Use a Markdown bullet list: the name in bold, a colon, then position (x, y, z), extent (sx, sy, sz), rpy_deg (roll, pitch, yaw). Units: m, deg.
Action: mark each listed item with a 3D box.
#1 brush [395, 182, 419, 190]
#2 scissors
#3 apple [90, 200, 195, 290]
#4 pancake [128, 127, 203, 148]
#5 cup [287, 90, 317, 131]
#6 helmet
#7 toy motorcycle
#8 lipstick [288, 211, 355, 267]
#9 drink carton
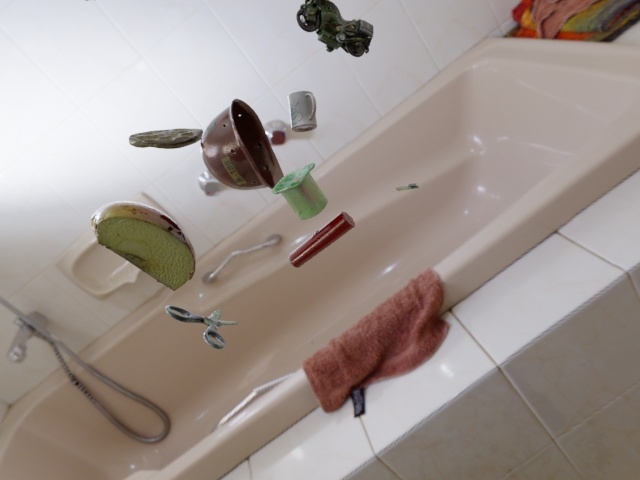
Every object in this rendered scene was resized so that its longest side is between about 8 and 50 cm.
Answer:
- **brush**: position (0.252, -0.155, 1.415), extent (0.084, 0.013, 0.016), rpy_deg (-12, 43, -31)
- **scissors**: position (-0.413, 0.314, 1.868), extent (0.029, 0.256, 0.383), rpy_deg (-57, -12, 2)
- **apple**: position (-0.493, 0.005, 1.430), extent (0.179, 0.346, 0.254), rpy_deg (-50, 40, -9)
- **pancake**: position (-0.620, -0.417, 1.987), extent (0.295, 0.049, 0.294), rpy_deg (-2, 23, 1)
- **cup**: position (-0.067, -0.484, 1.818), extent (0.099, 0.133, 0.136), rpy_deg (-6, -2, -3)
- **helmet**: position (-0.326, -0.326, 1.882), extent (0.230, 0.384, 0.337), rpy_deg (-20, 43, 13)
- **toy motorcycle**: position (0.052, -0.713, 1.587), extent (0.125, 0.275, 0.186), rpy_deg (-11, 64, 59)
- **lipstick**: position (0.000, 0.001, 1.766), extent (0.280, 0.073, 0.073), rpy_deg (-38, 25, 24)
- **drink carton**: position (-0.061, -0.154, 1.649), extent (0.144, 0.142, 0.146), rpy_deg (-13, 32, 39)
